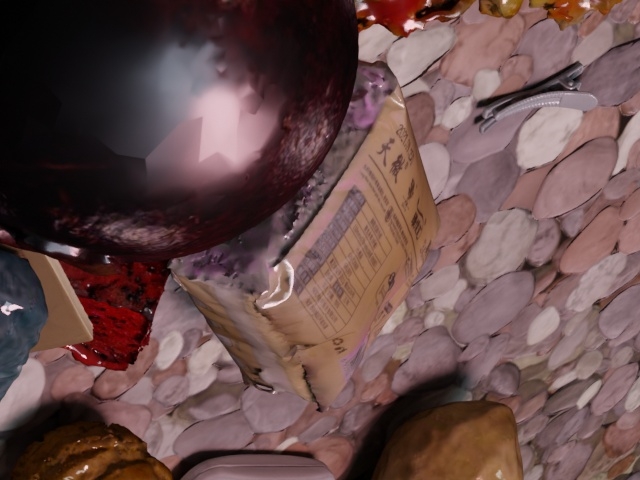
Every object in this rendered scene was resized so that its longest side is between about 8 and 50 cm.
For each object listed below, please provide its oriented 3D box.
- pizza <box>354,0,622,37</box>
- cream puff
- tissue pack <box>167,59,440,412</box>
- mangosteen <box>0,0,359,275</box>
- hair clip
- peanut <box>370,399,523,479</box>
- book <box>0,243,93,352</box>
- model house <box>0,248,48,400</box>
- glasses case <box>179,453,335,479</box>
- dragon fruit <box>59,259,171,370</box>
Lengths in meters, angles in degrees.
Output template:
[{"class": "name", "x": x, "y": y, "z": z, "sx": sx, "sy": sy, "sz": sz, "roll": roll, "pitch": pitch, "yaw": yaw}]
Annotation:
[{"class": "pizza", "x": 0.154, "y": -0.266, "z": 1.377, "sx": 0.440, "sy": 0.130, "sz": 0.406, "roll": -49, "pitch": 143, "yaw": 12}, {"class": "cream puff", "x": -0.200, "y": 0.220, "z": 1.584, "sx": 0.150, "sy": 0.115, "sz": 0.165, "roll": -16, "pitch": 130, "yaw": -43}, {"class": "tissue pack", "x": 0.000, "y": 0.000, "z": 1.464, "sx": 0.215, "sy": 0.123, "sz": 0.256, "roll": -58, "pitch": 161, "yaw": -15}, {"class": "mangosteen", "x": -0.115, "y": -0.156, "z": 1.118, "sx": 0.307, "sy": 0.307, "sz": 0.347, "roll": 25, "pitch": 80, "yaw": -54}, {"class": "hair clip", "x": 0.189, "y": -0.118, "z": 1.657, "sx": 0.115, "sy": 0.039, "sz": 0.030, "roll": -21, "pitch": 136, "yaw": -23}, {"class": "peanut", "x": 0.079, "y": 0.317, "z": 1.927, "sx": 0.192, "sy": 0.169, "sz": 0.387, "roll": 9, "pitch": 118, "yaw": -44}, {"class": "book", "x": -0.272, "y": 0.048, "z": 1.330, "sx": 0.199, "sy": 0.016, "sz": 0.138, "roll": -11, "pitch": 144, "yaw": 5}, {"class": "model house", "x": -0.298, "y": 0.163, "z": 1.229, "sx": 0.184, "sy": 0.291, "sz": 0.253, "roll": 23, "pitch": 133, "yaw": -29}, {"class": "glasses case", "x": -0.063, "y": 0.239, "z": 1.798, "sx": 0.197, "sy": 0.049, "sz": 0.076, "roll": 9, "pitch": 123, "yaw": -49}, {"class": "dragon fruit", "x": -0.170, "y": 0.018, "z": 1.430, "sx": 0.161, "sy": 0.121, "sz": 0.127, "roll": 114, "pitch": -4, "yaw": -63}]
